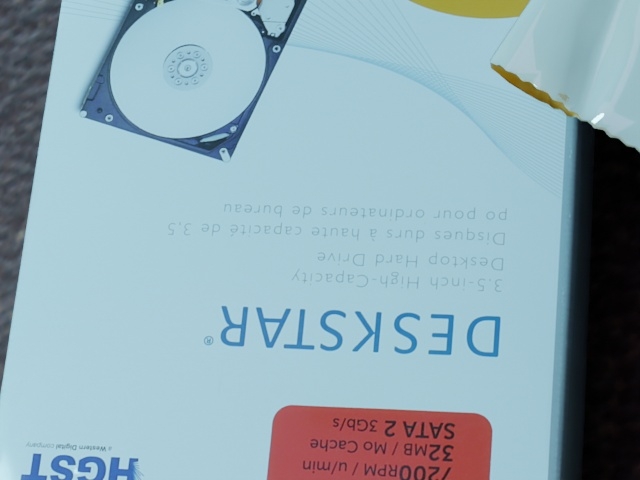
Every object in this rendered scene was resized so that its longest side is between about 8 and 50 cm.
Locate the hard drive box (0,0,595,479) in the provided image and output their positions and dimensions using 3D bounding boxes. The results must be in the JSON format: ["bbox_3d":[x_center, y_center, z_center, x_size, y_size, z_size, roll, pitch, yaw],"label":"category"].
[{"bbox_3d":[0.000,0.000,0.641,0.181,0.089,0.232,1,70,10],"label":"hard drive box"}]

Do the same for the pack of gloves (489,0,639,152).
[{"bbox_3d":[0.198,-0.095,0.600,0.195,0.046,0.232,32,84,13],"label":"pack of gloves"}]
